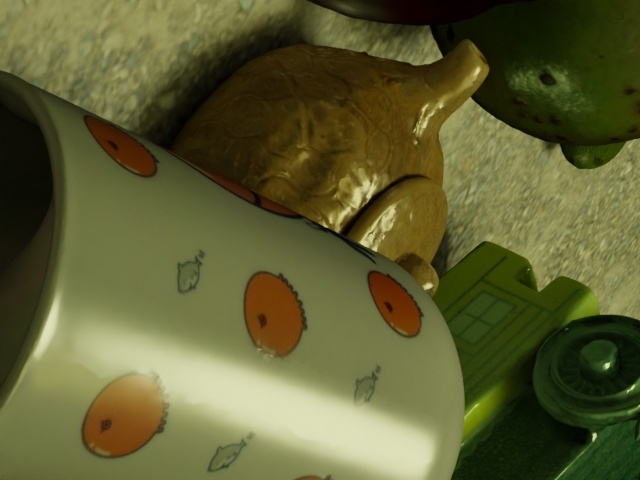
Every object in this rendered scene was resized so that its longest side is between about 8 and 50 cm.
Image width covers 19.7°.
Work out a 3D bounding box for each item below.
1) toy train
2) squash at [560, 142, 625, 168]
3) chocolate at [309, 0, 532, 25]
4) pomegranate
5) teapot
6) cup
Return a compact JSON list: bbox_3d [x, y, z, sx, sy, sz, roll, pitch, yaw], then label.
[{"bbox_3d":[0.085,0.181,1.380,0.442,0.272,0.179,-40,135,-27],"label":"toy train"},{"bbox_3d":[0.248,-0.163,1.490,0.066,0.066,0.252,-24,138,-46],"label":"squash"},{"bbox_3d":[0.017,-0.255,0.745,0.384,0.331,0.383,-37,148,-28],"label":"chocolate"},{"bbox_3d":[0.169,-0.181,1.167,0.231,0.231,0.286,-51,152,-10],"label":"pomegranate"},{"bbox_3d":[0.000,0.000,1.159,0.311,0.167,0.203,-57,154,7],"label":"teapot"},{"bbox_3d":[-0.082,0.068,0.951,0.317,0.212,0.212,25,99,-42],"label":"cup"}]
